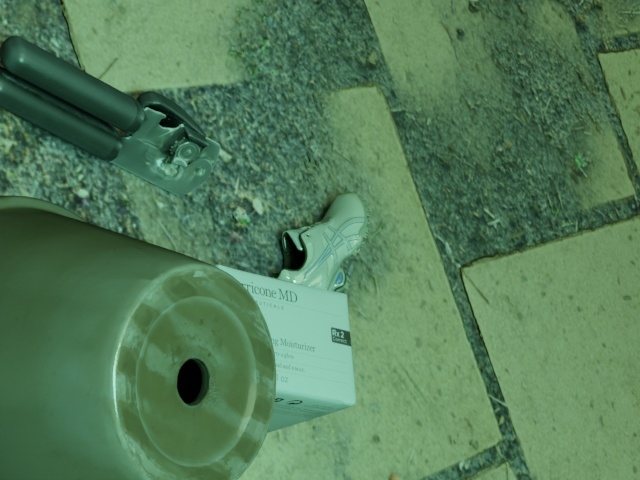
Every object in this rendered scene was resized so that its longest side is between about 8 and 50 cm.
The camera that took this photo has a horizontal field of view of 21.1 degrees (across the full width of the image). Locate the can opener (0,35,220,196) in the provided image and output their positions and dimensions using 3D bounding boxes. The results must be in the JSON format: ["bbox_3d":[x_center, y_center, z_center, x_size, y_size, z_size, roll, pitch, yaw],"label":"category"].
[{"bbox_3d":[-0.224,-0.133,1.769,0.283,0.076,0.095,28,22,-36],"label":"can opener"}]

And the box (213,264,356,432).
[{"bbox_3d":[-0.092,0.115,1.694,0.181,0.182,0.119,14,63,-43],"label":"box"}]

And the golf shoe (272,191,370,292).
[{"bbox_3d":[0.000,0.000,1.940,0.086,0.069,0.176,38,47,-22],"label":"golf shoe"}]

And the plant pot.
[{"bbox_3d":[-0.200,0.118,1.448,0.323,0.280,0.323,2,88,-50],"label":"plant pot"}]
